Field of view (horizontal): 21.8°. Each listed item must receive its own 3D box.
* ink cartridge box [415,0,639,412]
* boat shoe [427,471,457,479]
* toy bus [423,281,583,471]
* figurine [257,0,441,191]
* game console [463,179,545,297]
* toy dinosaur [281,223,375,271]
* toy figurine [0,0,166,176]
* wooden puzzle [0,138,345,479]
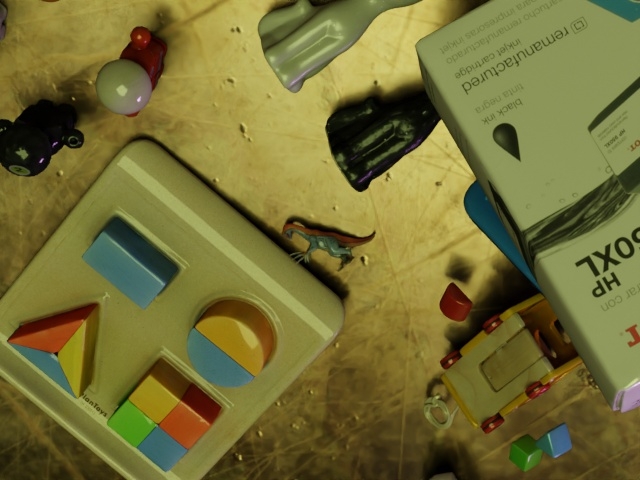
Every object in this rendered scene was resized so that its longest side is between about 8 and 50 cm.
[{"bbox_3d":[0.311,-0.075,1.602,0.285,0.166,0.394,-29,75,2],"label":"ink cartridge box"},{"bbox_3d":[0.135,0.432,1.980,0.119,0.121,0.335,-6,113,6],"label":"boat shoe"},{"bbox_3d":[0.219,0.138,1.857,0.202,0.104,0.190,22,125,44],"label":"toy bus"},{"bbox_3d":[0.071,-0.195,1.764,0.209,0.092,0.215,-32,104,10],"label":"figurine"},{"bbox_3d":[0.342,-0.033,1.767,0.293,0.173,0.250,-42,70,0],"label":"game console"},{"bbox_3d":[0.000,0.000,1.882,0.082,0.047,0.090,46,78,-1],"label":"toy dinosaur"},{"bbox_3d":[-0.290,-0.197,1.774,0.213,0.148,0.209,-28,106,18],"label":"toy figurine"},{"bbox_3d":[-0.196,0.108,1.911,0.322,0.080,0.348,40,111,-4],"label":"wooden puzzle"}]
